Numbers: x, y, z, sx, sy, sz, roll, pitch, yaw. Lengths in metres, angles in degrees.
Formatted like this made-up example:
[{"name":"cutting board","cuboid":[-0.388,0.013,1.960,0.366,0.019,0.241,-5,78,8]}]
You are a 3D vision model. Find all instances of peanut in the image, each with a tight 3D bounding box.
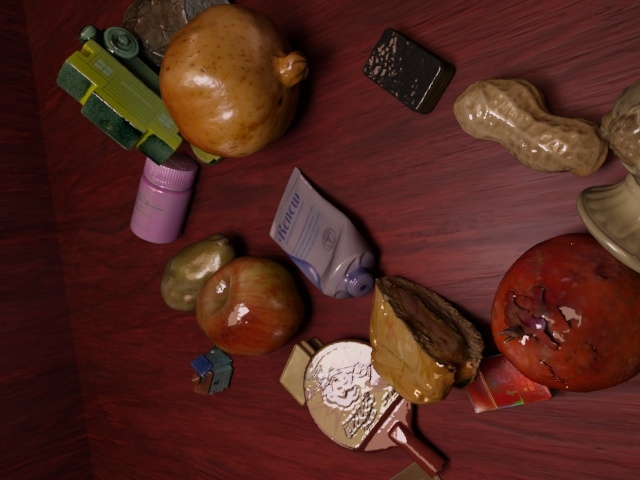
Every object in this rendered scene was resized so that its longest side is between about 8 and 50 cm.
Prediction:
[{"name":"peanut","cuboid":[0.393,-0.219,0.914,0.298,0.120,0.136,41,124,27]}]

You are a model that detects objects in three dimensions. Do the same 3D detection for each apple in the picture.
[{"name":"apple","cuboid":[-0.187,0.194,1.385,0.301,0.301,0.302,6,99,40]}]

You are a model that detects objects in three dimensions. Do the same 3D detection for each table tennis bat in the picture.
[{"name":"table tennis bat","cuboid":[0.133,0.426,1.219,0.414,0.051,0.268,38,95,20]}]

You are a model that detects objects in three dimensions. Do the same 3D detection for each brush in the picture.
[{"name":"brush","cuboid":[0.194,-0.387,1.099,0.197,0.059,0.123,45,120,27]}]

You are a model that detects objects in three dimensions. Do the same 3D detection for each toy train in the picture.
[{"name":"toy train","cuboid":[-0.566,-0.430,1.457,0.442,0.273,0.179,41,142,-23]}]

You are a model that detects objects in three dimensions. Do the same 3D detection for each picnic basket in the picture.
[{"name":"picnic basket","cuboid":[-0.034,0.372,1.377,0.115,0.079,0.164,41,120,28]}]

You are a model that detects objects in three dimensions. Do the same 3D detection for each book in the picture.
[{"name":"book","cuboid":[0.240,0.650,1.220,0.138,0.016,0.199,53,125,23]}]

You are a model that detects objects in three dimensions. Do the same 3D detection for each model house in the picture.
[{"name":"model house","cuboid":[-0.394,0.456,1.650,0.119,0.148,0.149,33,113,34]}]

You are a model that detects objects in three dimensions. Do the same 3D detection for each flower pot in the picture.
[{"name":"flower pot","cuboid":[0.539,-0.088,0.706,0.307,0.307,0.244,47,136,26]}]

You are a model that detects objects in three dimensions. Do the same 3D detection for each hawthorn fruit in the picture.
[{"name":"hawthorn fruit","cuboid":[0.411,0.136,0.830,0.276,0.307,0.276,21,117,49]}]

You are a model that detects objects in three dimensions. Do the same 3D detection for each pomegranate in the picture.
[{"name":"pomegranate","cuboid":[-0.206,-0.408,1.249,0.409,0.410,0.411,6,99,40]}]

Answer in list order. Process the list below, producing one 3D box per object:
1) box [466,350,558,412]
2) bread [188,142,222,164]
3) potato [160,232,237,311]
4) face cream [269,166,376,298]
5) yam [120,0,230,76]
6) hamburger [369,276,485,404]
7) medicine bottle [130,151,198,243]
[{"name":"box","cuboid":[0.391,0.292,1.024,0.175,0.048,0.112,-31,76,38]},{"name":"bread","cuboid":[-0.367,-0.364,1.598,0.228,0.033,0.229,8,102,41]},{"name":"potato","cuboid":[-0.384,0.101,1.565,0.202,0.218,0.351,38,123,-14]},{"name":"face cream","cuboid":[0.000,0.000,1.301,0.420,0.137,0.235,46,124,40]},{"name":"yam","cuboid":[-0.441,-0.652,1.501,0.347,0.240,0.241,1,96,37]},{"name":"hamburger","cuboid":[0.213,0.240,1.082,0.330,0.161,0.209,50,136,51]},{"name":"medicine bottle","cuboid":[-0.546,-0.153,1.682,0.178,0.178,0.291,38,119,31]}]
